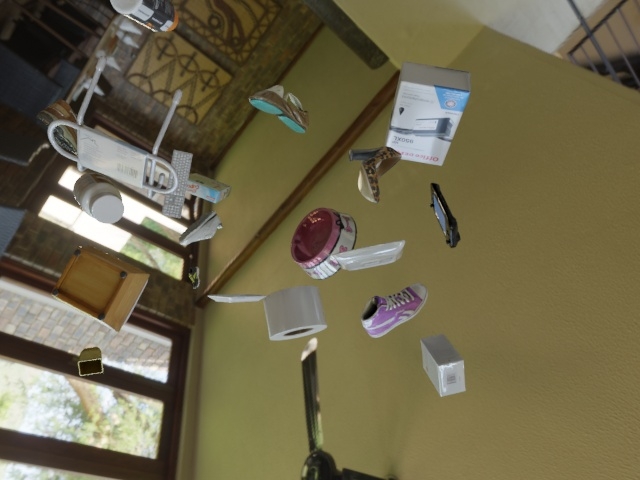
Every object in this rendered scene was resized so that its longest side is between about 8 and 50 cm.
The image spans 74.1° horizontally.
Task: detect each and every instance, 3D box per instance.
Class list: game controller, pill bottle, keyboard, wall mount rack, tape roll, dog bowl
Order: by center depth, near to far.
[{"bbox_3d":[-0.515,-0.282,1.119,0.131,0.349,0.304,-78,-168,-52],"label":"wall mount rack"},{"bbox_3d":[-0.590,-0.802,1.455,0.130,0.130,0.245,-49,176,15],"label":"pill bottle"},{"bbox_3d":[-0.768,-0.145,1.477,0.229,0.131,0.131,32,-89,44],"label":"pill bottle"},{"bbox_3d":[-0.552,-0.218,1.635,0.014,0.072,0.256,177,-77,-72],"label":"keyboard"},{"bbox_3d":[-0.107,0.304,1.769,0.246,0.246,0.169,-30,-116,40],"label":"tape roll"},{"bbox_3d":[0.531,-0.116,1.841,0.067,0.167,0.319,-20,-141,11],"label":"game controller"},{"bbox_3d":[0.000,0.000,2.324,0.408,0.150,0.408,-31,-137,34],"label":"dog bowl"}]

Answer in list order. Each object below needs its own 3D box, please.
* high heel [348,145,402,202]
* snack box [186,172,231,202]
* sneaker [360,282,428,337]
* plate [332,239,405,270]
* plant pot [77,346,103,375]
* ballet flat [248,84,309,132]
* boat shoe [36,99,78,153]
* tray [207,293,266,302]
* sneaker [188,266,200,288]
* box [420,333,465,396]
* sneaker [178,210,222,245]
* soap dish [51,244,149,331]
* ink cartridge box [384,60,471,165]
[{"bbox_3d":[0.211,-0.220,1.384,0.093,0.186,0.261,100,-19,-47],"label":"high heel"},{"bbox_3d":[-0.530,-0.246,1.955,0.322,0.187,0.060,-100,-148,-79],"label":"snack box"},{"bbox_3d":[0.271,0.232,1.557,0.282,0.161,0.102,-39,-136,-7],"label":"sneaker"},{"bbox_3d":[0.198,0.069,1.678,0.277,0.277,0.045,-12,-104,6],"label":"plate"},{"bbox_3d":[-0.892,0.462,1.651,0.083,0.081,0.081,-123,-142,-49],"label":"plant pot"},{"bbox_3d":[-0.160,-0.570,1.778,0.116,0.342,0.124,13,-93,40],"label":"ballet flat"},{"bbox_3d":[-0.960,-0.427,1.627,0.120,0.122,0.324,-60,-170,-17],"label":"boat shoe"},{"bbox_3d":[-0.388,0.271,1.998,0.145,0.270,0.030,0,-95,28],"label":"tray"},{"bbox_3d":[-0.450,0.131,1.500,0.031,0.035,0.083,-33,-124,35],"label":"sneaker"},{"bbox_3d":[0.426,0.432,1.484,0.090,0.130,0.170,-12,-160,-4],"label":"box"},{"bbox_3d":[-0.515,-0.039,1.849,0.090,0.095,0.235,-2,-148,36],"label":"sneaker"},{"bbox_3d":[-0.798,0.164,1.528,0.118,0.290,0.229,63,50,-73],"label":"soap dish"},{"bbox_3d":[0.456,-0.545,1.869,0.395,0.285,0.166,96,6,-52],"label":"ink cartridge box"}]
